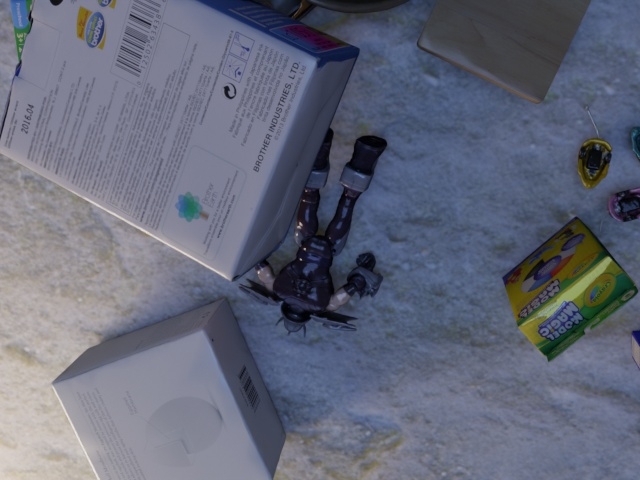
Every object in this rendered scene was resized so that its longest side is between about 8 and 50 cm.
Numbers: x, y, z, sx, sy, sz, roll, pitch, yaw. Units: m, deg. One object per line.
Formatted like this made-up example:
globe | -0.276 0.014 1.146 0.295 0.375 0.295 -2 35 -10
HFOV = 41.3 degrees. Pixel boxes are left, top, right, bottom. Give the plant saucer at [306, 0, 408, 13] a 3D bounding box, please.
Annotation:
plant saucer | 0.038 -0.401 0.979 0.277 0.041 0.278 -1 96 -8

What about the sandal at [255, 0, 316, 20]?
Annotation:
sandal | -0.040 -0.315 1.033 0.219 0.060 0.090 -37 97 14

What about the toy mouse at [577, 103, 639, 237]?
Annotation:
toy mouse | 0.386 -0.079 1.043 0.143 0.031 0.161 7 90 9

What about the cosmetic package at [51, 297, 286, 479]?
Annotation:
cosmetic package | -0.197 0.230 1.146 0.224 0.138 0.224 -20 100 10

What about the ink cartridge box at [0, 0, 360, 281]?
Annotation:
ink cartridge box | -0.193 -0.173 0.971 0.395 0.151 0.270 27 111 10

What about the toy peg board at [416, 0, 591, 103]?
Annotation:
toy peg board | 0.217 -0.264 1.016 0.161 0.079 0.161 25 90 0

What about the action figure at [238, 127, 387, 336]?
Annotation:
action figure | 0.000 0.000 1.091 0.185 0.099 0.285 15 109 -4

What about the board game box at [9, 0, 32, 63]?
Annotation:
board game box | -0.282 -0.235 1.094 0.211 0.039 0.160 -3 103 7

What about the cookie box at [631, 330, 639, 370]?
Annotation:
cookie box | 0.446 0.148 1.060 0.091 0.107 0.040 -1 105 8

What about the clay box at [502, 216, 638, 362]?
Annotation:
clay box | 0.286 0.052 0.998 0.127 0.222 0.053 -42 95 14
